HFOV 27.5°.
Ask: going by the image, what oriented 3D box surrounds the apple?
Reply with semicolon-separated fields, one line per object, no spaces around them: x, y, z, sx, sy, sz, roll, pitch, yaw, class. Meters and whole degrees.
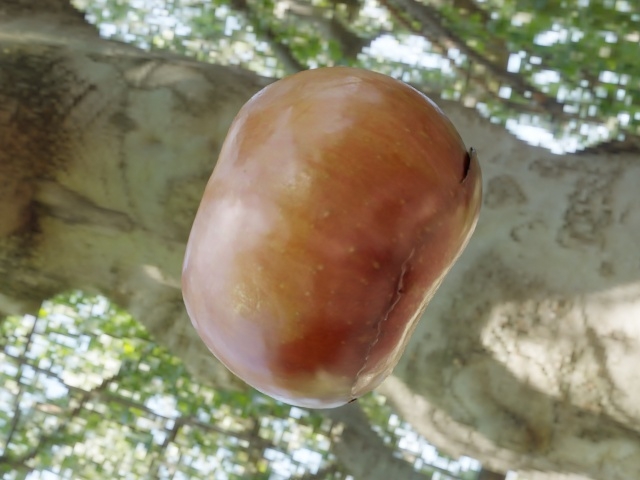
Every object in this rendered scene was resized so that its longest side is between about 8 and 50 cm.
0.000;0.000;1.026;0.251;0.206;0.272;-59;-4;-31;apple
